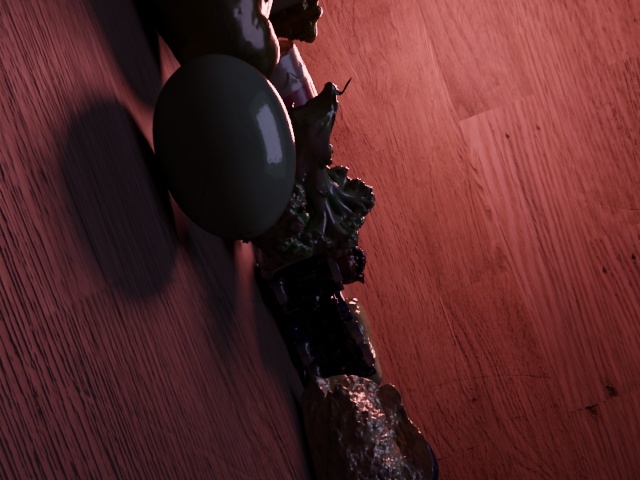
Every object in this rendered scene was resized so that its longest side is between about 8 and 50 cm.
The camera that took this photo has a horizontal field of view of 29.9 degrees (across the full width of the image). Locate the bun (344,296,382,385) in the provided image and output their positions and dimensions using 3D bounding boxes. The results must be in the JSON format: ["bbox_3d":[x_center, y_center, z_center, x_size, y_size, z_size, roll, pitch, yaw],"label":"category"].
[{"bbox_3d":[0.043,0.201,2.243,0.195,0.118,0.195,-15,90,-82],"label":"bun"}]

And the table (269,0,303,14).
[{"bbox_3d":[-0.149,-0.432,2.071,0.126,0.220,0.126,-21,90,-85],"label":"table"}]

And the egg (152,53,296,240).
[{"bbox_3d":[-0.114,-0.112,1.444,0.168,0.168,0.231,42,33,-80],"label":"egg"}]

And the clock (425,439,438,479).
[{"bbox_3d":[0.146,0.455,2.240,0.200,0.146,0.243,64,13,-14],"label":"clock"}]

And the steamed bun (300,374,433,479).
[{"bbox_3d":[0.070,0.305,1.810,0.200,0.170,0.225,54,14,-55],"label":"steamed bun"}]

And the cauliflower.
[{"bbox_3d":[-0.038,-0.110,1.802,0.256,0.239,0.315,42,-54,29],"label":"cauliflower"}]

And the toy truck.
[{"bbox_3d":[-0.010,0.113,1.993,0.155,0.124,0.268,-116,-175,-60],"label":"toy truck"}]

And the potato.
[{"bbox_3d":[-0.163,-0.367,1.780,0.218,0.202,0.351,26,51,-67],"label":"potato"}]

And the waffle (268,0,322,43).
[{"bbox_3d":[-0.117,-0.440,2.178,0.051,0.291,0.291,-18,87,-67],"label":"waffle"}]

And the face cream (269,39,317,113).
[{"bbox_3d":[-0.092,-0.260,2.279,0.175,0.175,0.195,-99,168,-67],"label":"face cream"}]

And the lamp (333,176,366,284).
[{"bbox_3d":[0.006,-0.003,2.133,0.151,0.223,0.215,-21,100,-51],"label":"lamp"}]
